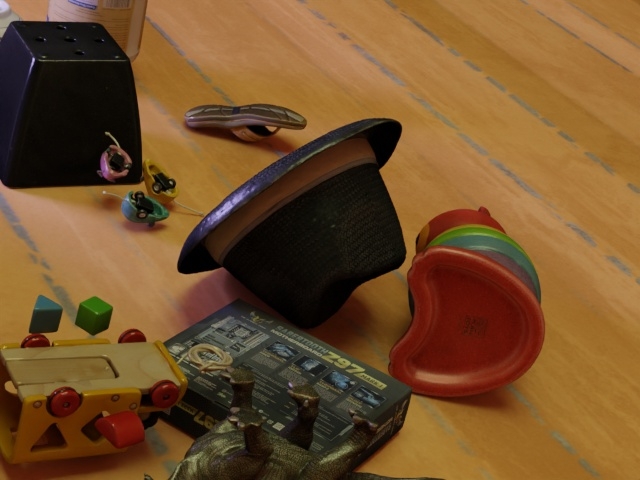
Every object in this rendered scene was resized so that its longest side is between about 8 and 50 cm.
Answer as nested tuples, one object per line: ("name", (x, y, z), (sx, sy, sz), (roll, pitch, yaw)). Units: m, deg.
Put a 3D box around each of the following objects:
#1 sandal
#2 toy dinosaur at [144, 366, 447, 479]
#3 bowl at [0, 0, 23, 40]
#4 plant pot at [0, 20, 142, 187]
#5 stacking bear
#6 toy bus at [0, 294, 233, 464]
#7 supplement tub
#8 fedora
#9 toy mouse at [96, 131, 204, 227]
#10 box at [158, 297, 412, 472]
("sandal", (-0.108, -0.167, 1.991), (0.180, 0.049, 0.072), (0, 22, 6))
("toy dinosaur", (-0.041, 0.214, 1.243), (0.313, 0.160, 0.121), (6, 24, -28))
("bowl", (-0.504, -0.316, 2.045), (0.170, 0.080, 0.170), (10, 30, -6))
("plant pot", (-0.340, -0.188, 1.796), (0.188, 0.167, 0.187), (-4, 33, -28))
("stacking bear", (0.174, 0.048, 1.618), (0.164, 0.175, 0.289), (11, 21, 0))
("toy bus", (-0.214, 0.153, 1.299), (0.202, 0.104, 0.191), (22, 27, 9))
("supplement tub", (-0.333, -0.343, 2.040), (0.144, 0.199, 0.144), (11, 28, -6))
("fedora", (0.000, 0.000, 1.554), (0.334, 0.334, 0.152), (-25, 77, -49))
("toy mouse", (-0.239, -0.065, 1.719), (0.161, 0.031, 0.143), (49, 29, 4))
("box", (-0.049, 0.158, 1.413), (0.233, 0.059, 0.183), (26, 31, 23))
